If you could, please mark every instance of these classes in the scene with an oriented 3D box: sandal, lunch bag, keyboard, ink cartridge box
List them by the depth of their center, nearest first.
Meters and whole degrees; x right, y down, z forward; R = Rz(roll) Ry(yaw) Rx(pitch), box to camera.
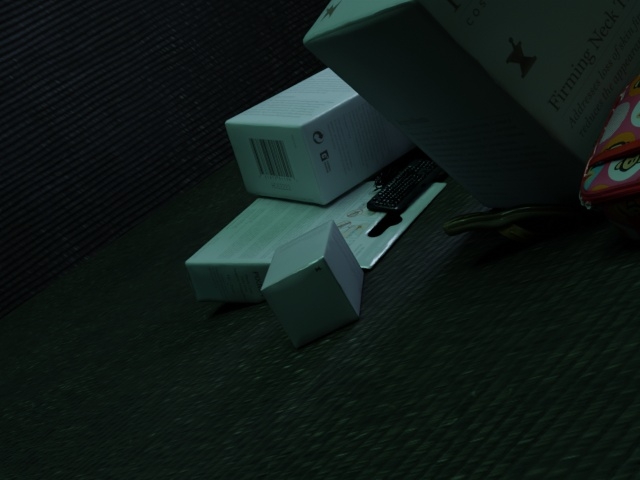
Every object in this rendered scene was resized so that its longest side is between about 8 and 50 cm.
[{"bbox_3d":[0.422,-0.102,1.057,0.293,0.120,0.258,-17,37,59],"label":"lunch bag"},{"bbox_3d":[0.251,-0.019,1.297,0.180,0.049,0.072,-10,5,14],"label":"sandal"},{"bbox_3d":[0.140,-0.109,1.751,0.100,0.038,0.192,4,29,33],"label":"keyboard"},{"bbox_3d":[0.000,0.000,1.757,0.385,0.091,0.308,1,30,33],"label":"ink cartridge box"}]

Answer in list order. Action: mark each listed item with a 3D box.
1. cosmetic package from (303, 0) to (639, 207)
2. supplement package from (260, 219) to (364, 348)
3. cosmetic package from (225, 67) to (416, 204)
[{"bbox_3d":[0.261,-0.281,1.326,0.329,0.394,0.327,-56,21,-12],"label":"cosmetic package"},{"bbox_3d":[-0.008,0.059,1.446,0.105,0.105,0.179,-27,14,13],"label":"supplement package"},{"bbox_3d":[0.068,-0.244,1.938,0.453,0.161,0.230,-33,28,-33],"label":"cosmetic package"}]
